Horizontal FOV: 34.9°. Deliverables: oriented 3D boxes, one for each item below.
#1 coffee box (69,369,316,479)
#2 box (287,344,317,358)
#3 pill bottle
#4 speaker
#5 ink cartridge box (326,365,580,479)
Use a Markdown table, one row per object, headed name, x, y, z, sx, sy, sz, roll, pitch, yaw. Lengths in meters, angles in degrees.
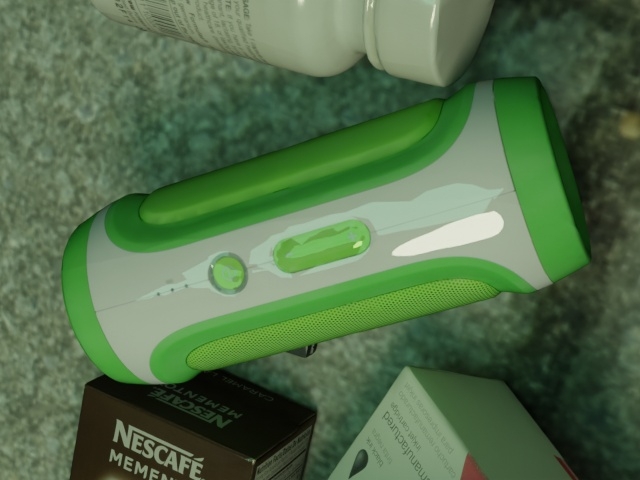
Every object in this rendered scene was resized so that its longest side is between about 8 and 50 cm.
| name | x | y | z | sx | sy | sz | roll | pitch | yaw |
| --- | --- | --- | --- | --- | --- | --- | --- | --- | --- |
| coffee box | -0.106 | 0.221 | 0.729 | 0.141 | 0.098 | 0.247 | 19 | 107 | 22 |
| box | -0.038 | 0.038 | 0.708 | 0.083 | 0.018 | 0.067 | 15 | 106 | 22 |
| pill bottle | -0.018 | -0.168 | 0.598 | 0.229 | 0.131 | 0.131 | 19 | 107 | 21 |
| speaker | 0.000 | 0.000 | 0.606 | 0.296 | 0.131 | 0.131 | -16 | 93 | 18 |
| ink cartridge box | 0.061 | 0.209 | 0.617 | 0.218 | 0.092 | 0.158 | -60 | 38 | 22 |
